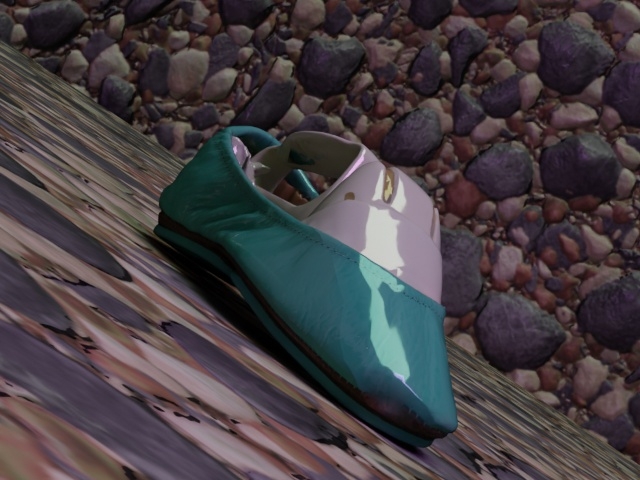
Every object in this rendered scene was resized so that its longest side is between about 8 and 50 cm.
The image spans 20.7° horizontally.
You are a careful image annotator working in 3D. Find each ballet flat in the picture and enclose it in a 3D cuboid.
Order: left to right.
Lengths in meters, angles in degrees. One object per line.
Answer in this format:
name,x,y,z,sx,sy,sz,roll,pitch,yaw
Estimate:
ballet flat,0.000,0.000,0.721,0.083,0.087,0.247,33,1,-29
